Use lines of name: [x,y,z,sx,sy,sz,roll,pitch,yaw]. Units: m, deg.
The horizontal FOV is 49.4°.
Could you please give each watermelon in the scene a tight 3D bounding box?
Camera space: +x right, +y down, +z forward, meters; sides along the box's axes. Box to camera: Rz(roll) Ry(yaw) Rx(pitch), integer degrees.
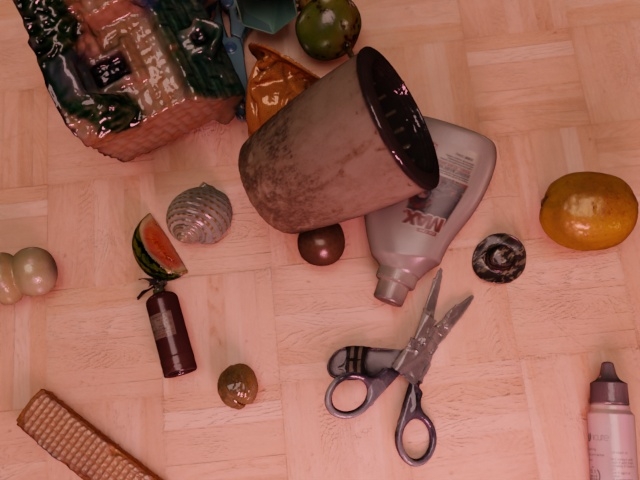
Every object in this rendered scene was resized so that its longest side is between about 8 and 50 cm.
watermelon: [-0.369,0.021,1.513,0.087,0.069,0.163,-35,78,-6]

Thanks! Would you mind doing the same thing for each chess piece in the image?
chess piece: [-0.690,0.088,1.487,0.251,0.144,0.145,-14,74,-7]

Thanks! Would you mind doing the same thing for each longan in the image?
longan: [0.000,0.000,1.487,0.113,0.092,0.114,1,74,-2]

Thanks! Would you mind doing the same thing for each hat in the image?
hat: [0.382,0.038,1.479,0.121,0.050,0.121,-1,77,5]
hat: [-0.105,-0.266,1.520,0.233,0.244,0.233,28,92,18]

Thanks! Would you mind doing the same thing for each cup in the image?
cup: [-0.129,-0.606,1.611,0.148,0.134,0.236,12,47,-21]

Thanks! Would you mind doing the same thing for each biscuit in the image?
biscuit: [-0.452,0.442,1.410,0.378,0.054,0.094,33,78,11]

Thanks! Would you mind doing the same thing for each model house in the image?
model house: [-0.363,-0.450,1.464,0.399,0.395,0.446,-23,83,1]

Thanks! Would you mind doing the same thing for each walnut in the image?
walnut: [-0.169,0.298,1.424,0.092,0.092,0.092,-1,75,3]

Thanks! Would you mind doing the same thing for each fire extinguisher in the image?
fire extinguisher: [-0.334,0.177,1.474,0.099,0.071,0.231,-28,72,24]

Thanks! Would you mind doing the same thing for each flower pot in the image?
flower pot: [0.028,-0.167,1.367,0.330,0.293,0.294,-27,73,25]

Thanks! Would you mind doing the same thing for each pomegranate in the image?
pomegranate: [0.009,-0.507,1.613,0.156,0.156,0.220,-21,44,-3]

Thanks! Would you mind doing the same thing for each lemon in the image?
lemon: [0.556,-0.062,1.440,0.207,0.170,0.170,3,75,0]

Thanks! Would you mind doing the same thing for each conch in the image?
conch: [-0.261,-0.058,1.517,0.135,0.102,0.153,29,77,-5]

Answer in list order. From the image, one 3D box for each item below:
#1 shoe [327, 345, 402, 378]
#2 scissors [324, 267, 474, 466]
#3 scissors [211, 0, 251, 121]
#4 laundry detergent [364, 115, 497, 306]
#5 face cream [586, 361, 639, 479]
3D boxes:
shoe: [0.102,0.250,1.436,0.179,0.049,0.071,-1,74,3]
scissors: [0.192,0.238,1.425,0.255,0.029,0.384,32,75,-7]
scissors: [-0.206,-0.459,1.653,0.180,0.032,0.393,-12,74,0]
laundry detergent: [0.195,-0.060,1.482,0.263,0.125,0.398,21,79,8]
face cream: [0.566,0.393,1.352,0.092,0.092,0.312,2,76,4]
